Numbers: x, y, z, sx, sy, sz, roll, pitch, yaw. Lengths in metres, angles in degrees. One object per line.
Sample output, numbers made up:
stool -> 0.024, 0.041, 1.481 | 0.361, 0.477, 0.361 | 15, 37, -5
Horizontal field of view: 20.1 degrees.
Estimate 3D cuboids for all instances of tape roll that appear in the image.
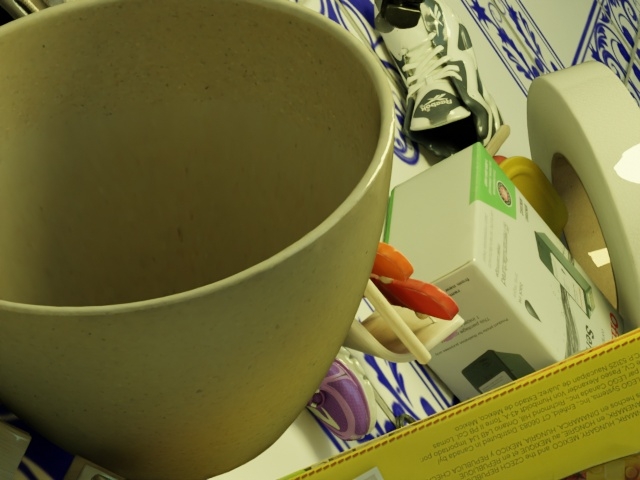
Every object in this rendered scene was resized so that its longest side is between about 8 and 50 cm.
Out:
tape roll -> 0.331, -0.012, 2.048 | 0.392, 0.072, 0.392 | 162, -90, -85

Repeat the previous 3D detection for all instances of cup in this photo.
cup -> -0.108, 0.020, 1.186 | 0.331, 0.331, 0.237 | -87, 173, -49

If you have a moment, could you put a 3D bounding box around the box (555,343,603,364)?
box -> 0.175, 0.176, 1.639 | 0.324, 0.067, 0.063 | -24, 90, -41

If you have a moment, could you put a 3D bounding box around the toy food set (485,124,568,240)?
toy food set -> 0.203, -0.026, 2.028 | 0.218, 0.071, 0.128 | 52, 53, -34

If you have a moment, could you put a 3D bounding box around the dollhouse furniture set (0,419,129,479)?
dollhouse furniture set -> -0.256, 0.172, 0.975 | 0.303, 0.198, 0.286 | 28, -8, -11

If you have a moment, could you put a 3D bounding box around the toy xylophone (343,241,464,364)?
toy xylophone -> 0.000, 0.000, 1.509 | 0.236, 0.081, 0.323 | 20, -25, 52

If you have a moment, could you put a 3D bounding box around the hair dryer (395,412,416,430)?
hair dryer -> 0.177, 0.288, 1.682 | 0.223, 0.080, 0.293 | -11, 71, -37

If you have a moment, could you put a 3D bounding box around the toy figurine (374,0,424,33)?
toy figurine -> -0.016, -0.267, 1.738 | 0.209, 0.213, 0.148 | 52, 10, -24

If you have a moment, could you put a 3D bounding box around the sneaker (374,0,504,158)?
sneaker -> 0.128, -0.181, 2.039 | 0.153, 0.094, 0.235 | -61, 128, -71

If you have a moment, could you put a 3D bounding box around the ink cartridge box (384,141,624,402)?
ink cartridge box -> 0.194, 0.077, 1.854 | 0.289, 0.121, 0.211 | 47, 28, -26

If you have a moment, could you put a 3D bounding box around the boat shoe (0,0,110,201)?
boat shoe -> -0.170, -0.068, 1.363 | 0.130, 0.132, 0.355 | -35, 101, -38

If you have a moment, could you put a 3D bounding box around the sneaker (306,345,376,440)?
sneaker -> -0.024, 0.107, 1.509 | 0.170, 0.068, 0.071 | 48, 40, -4

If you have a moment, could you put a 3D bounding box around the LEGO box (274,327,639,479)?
LEGO box -> 0.195, 0.209, 1.168 | 0.372, 0.500, 0.193 | 50, 18, -67
